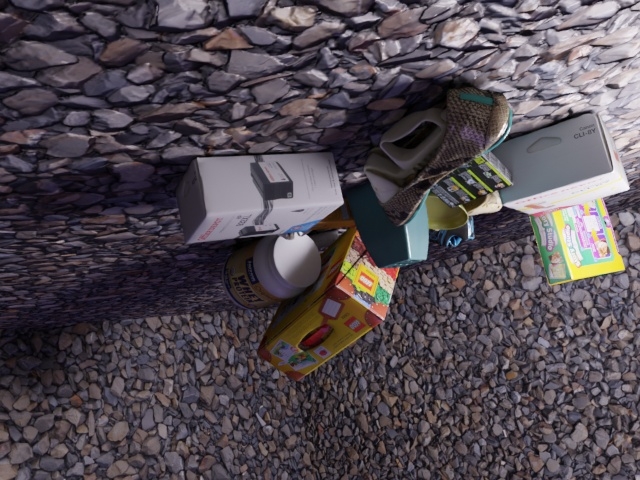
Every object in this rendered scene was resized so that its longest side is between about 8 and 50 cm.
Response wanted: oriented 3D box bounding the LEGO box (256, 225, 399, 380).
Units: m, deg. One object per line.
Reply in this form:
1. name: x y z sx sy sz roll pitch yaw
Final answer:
1. LEGO box: 0.035 0.203 1.968 0.500 0.193 0.372 -44 -166 41

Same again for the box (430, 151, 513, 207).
1. box: 0.350 -0.169 1.427 0.191 0.045 0.184 32 140 -33

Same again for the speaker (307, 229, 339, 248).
1. speaker: 0.000 0.000 2.075 0.136 0.055 0.055 -12 169 -3

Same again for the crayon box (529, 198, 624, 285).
1. crayon box: 0.892 -0.042 2.016 0.313 0.362 0.106 -5 167 -32

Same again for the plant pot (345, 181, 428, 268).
1. plant pot: 0.203 -0.045 1.597 0.166 0.234 0.166 -20 166 34

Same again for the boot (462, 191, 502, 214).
1. boot: 0.518 -0.134 1.850 0.204 0.095 0.262 -7 170 -23

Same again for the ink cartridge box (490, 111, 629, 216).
1. ink cartridge box: 0.654 -0.188 1.554 0.279 0.160 0.385 -18 168 31

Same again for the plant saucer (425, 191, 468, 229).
1. plant saucer: 0.342 -0.100 1.785 0.241 0.037 0.241 13 161 5

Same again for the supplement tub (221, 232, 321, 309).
1. supplement tub: -0.169 0.100 1.946 0.228 0.228 0.316 -2 165 -41

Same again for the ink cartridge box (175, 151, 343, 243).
1. ink cartridge box: -0.140 -0.093 1.261 0.308 0.128 0.223 -7 168 -26

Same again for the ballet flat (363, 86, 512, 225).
1. ballet flat: 0.201 -0.179 1.224 0.182 0.163 0.483 14 156 -14

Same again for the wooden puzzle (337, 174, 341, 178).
1. wooden puzzle: 0.020 -0.156 1.435 0.049 0.006 0.083 -17 168 25

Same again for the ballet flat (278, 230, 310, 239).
1. ballet flat: -0.081 -0.040 1.750 0.203 0.074 0.074 -18 168 29

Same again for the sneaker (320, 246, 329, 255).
1. sneaker: 0.004 0.076 2.302 0.321 0.180 0.124 19 160 25

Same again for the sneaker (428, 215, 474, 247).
1. sneaker: 0.454 -0.029 2.201 0.125 0.139 0.341 -9 170 -28

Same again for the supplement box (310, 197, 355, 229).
1. supplement box: 0.009 -0.076 1.649 0.234 0.080 0.078 -7 167 -32
